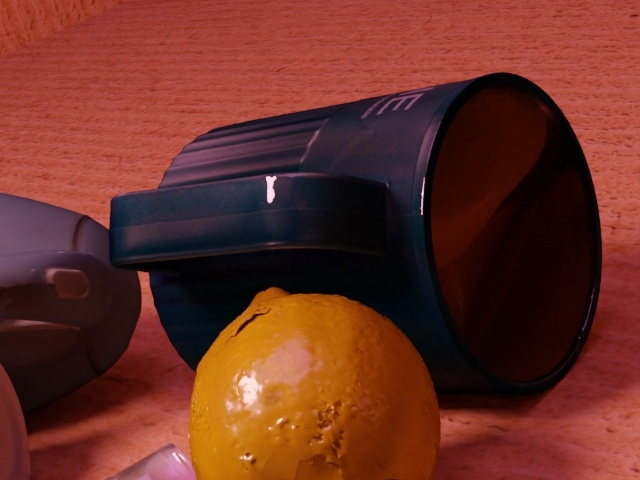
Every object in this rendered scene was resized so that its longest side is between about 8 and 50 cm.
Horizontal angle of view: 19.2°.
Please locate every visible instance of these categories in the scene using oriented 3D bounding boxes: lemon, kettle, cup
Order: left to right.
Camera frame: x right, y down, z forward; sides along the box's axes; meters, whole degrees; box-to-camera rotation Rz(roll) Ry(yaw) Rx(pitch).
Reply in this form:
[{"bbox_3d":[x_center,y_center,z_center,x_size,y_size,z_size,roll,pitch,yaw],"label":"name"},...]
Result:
[{"bbox_3d":[-0.333,0.061,1.656,0.342,0.247,0.319,-6,-3,5],"label":"kettle"},{"bbox_3d":[-0.006,0.121,1.287,0.173,0.173,0.206,-16,58,5],"label":"lemon"},{"bbox_3d":[0.020,0.017,1.479,0.292,0.242,0.308,-5,21,40],"label":"cup"}]

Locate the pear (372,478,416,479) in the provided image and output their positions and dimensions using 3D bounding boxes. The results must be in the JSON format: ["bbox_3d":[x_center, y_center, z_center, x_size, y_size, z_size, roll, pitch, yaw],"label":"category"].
[{"bbox_3d":[-0.025,0.245,0.962,0.399,0.165,0.399,-16,18,5],"label":"pear"}]

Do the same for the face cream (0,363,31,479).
[{"bbox_3d":[-0.434,0.190,1.542,0.370,0.145,0.145,-13,19,14],"label":"face cream"}]

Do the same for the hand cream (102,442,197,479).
[{"bbox_3d":[-0.222,0.245,1.317,0.312,0.070,0.111,-29,24,-21],"label":"hand cream"}]
